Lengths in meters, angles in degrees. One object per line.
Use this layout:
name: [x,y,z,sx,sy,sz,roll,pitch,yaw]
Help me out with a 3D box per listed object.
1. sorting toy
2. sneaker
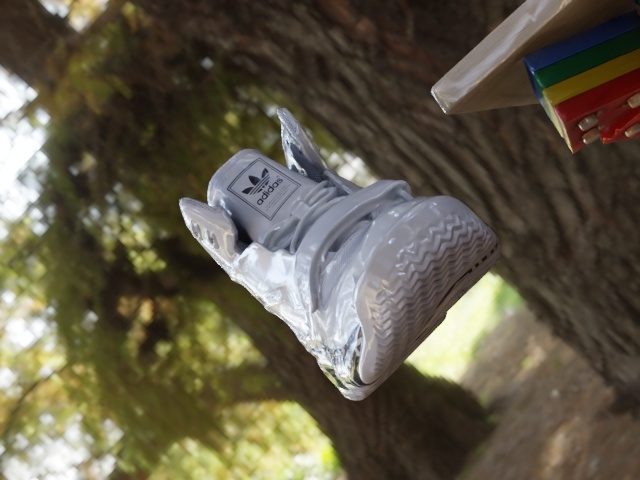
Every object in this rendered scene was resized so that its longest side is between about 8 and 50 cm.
sorting toy: [0.258,-0.161,0.998,0.255,0.089,0.257,-13,-22,-49]
sneaker: [0.000,0.000,0.965,0.137,0.210,0.366,-44,-7,-11]
